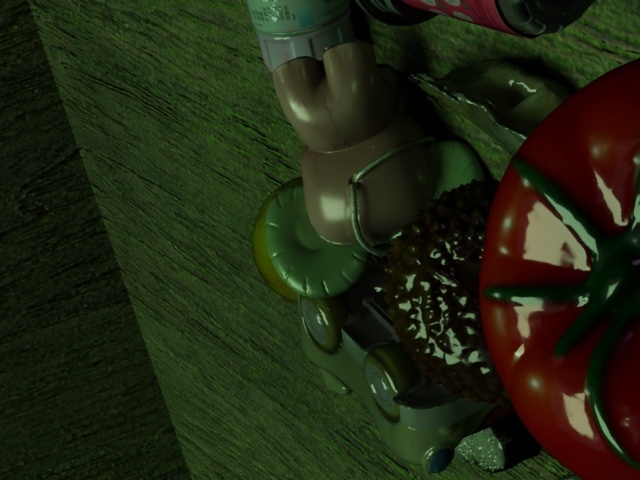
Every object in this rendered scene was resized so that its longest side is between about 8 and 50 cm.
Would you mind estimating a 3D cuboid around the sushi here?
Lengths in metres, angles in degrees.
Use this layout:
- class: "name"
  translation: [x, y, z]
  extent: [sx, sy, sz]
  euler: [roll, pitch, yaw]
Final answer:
- class: "sushi"
  translation: [0.232, 0.256, 2.055]
  extent: [0.150, 0.078, 0.090]
  euler: [-3, 105, 68]

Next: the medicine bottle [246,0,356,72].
- class: "medicine bottle"
  translation: [-0.029, -0.307, 1.958]
  extent: [0.135, 0.135, 0.168]
  euler: [33, 142, 54]

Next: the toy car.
- class: "toy car"
  translation: [0.134, 0.153, 1.945]
  extent: [0.336, 0.242, 0.226]
  euler: [42, 149, 46]

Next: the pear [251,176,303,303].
- class: "pear"
  translation: [0.000, 0.000, 2.163]
  extent: [0.200, 0.200, 0.200]
  euler: [49, 154, 34]

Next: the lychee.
- class: "lychee"
  translation: [0.202, 0.056, 1.697]
  extent: [0.267, 0.267, 0.267]
  euler: [49, 154, 34]

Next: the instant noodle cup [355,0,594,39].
- class: "instant noodle cup"
  translation: [0.163, -0.295, 1.410]
  extent: [0.182, 0.302, 0.258]
  euler: [29, 99, 35]

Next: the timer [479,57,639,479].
- class: "timer"
  translation: [0.317, 0.033, 1.256]
  extent: [0.378, 0.279, 0.377]
  euler: [-5, 83, 45]

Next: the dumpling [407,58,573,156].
- class: "dumpling"
  translation: [0.195, -0.153, 1.677]
  extent: [0.166, 0.086, 0.332]
  euler: [39, 177, -38]

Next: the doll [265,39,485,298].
- class: "doll"
  translation: [0.050, -0.079, 1.885]
  extent: [0.216, 0.284, 0.268]
  euler: [31, -137, -66]

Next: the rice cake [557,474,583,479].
- class: "rice cake"
  translation: [0.316, 0.320, 2.007]
  extent: [0.021, 0.022, 0.121]
  euler: [61, 158, 7]
